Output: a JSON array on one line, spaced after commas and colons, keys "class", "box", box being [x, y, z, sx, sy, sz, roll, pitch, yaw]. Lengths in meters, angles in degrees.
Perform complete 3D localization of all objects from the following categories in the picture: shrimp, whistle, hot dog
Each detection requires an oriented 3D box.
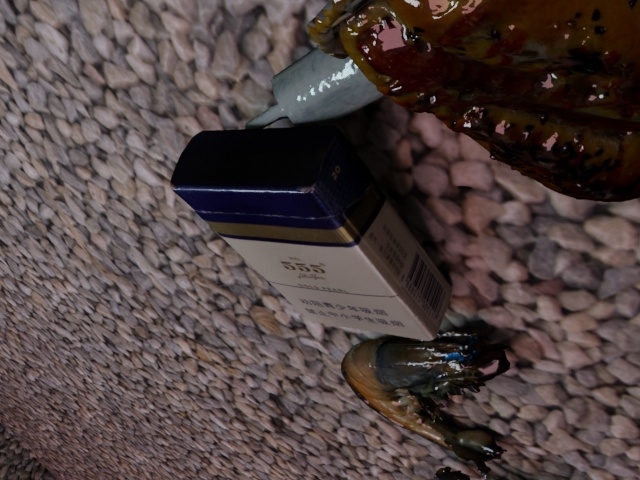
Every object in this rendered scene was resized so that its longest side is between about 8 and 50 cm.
[{"class": "shrimp", "box": [0.148, 0.187, 0.810, 0.222, 0.054, 0.290, 42, 148, -8]}, {"class": "whistle", "box": [0.048, -0.139, 0.508, 0.062, 0.062, 0.312, 49, 143, -19]}, {"class": "hot dog", "box": [0.126, -0.098, 0.392, 0.270, 0.082, 0.162, 17, 155, -23]}]

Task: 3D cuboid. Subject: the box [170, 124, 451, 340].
[{"class": "box", "box": [0.000, 0.000, 0.651, 0.168, 0.071, 0.259, 5, 149, 36]}]

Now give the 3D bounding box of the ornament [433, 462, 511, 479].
[{"class": "ornament", "box": [0.226, 0.344, 0.879, 0.196, 0.166, 0.153, 32, 147, 31]}]
